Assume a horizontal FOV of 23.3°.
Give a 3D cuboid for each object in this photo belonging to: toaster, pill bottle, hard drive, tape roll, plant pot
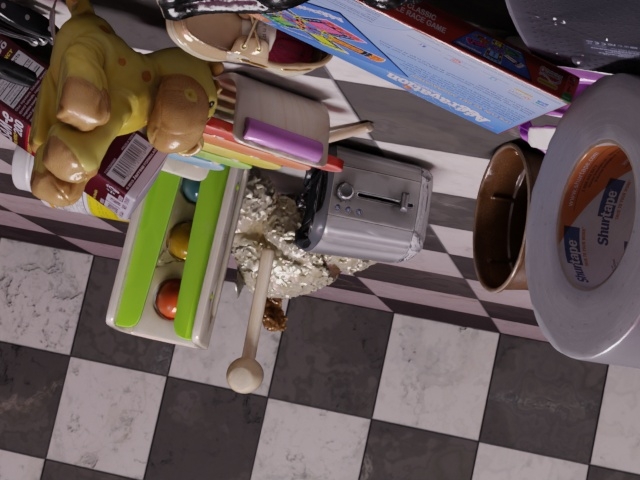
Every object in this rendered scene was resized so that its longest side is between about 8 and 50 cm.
[{"bbox_3d":[0.052,-0.038,1.949,0.146,0.129,0.227,11,171,-8],"label":"toaster"},{"bbox_3d":[-0.312,-0.093,2.145,0.215,0.117,0.117,11,172,11],"label":"pill bottle"},{"bbox_3d":[0.219,-0.169,1.081,0.172,0.054,0.254,10,172,15],"label":"hard drive"},{"bbox_3d":[0.237,-0.014,1.171,0.072,0.219,0.219,9,173,-20],"label":"tape roll"},{"bbox_3d":[0.274,-0.016,1.711,0.165,0.167,0.167,6,173,-13],"label":"plant pot"}]

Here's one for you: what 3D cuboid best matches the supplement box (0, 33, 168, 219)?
[{"bbox_3d":[-0.293,-0.128,1.747,0.239,0.073,0.130,36,165,-4],"label":"supplement box"}]

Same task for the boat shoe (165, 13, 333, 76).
[{"bbox_3d":[-0.058,-0.185,1.375,0.170,0.063,0.059,7,175,-43],"label":"boat shoe"}]

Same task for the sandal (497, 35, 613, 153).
[{"bbox_3d":[0.276,-0.095,1.318,0.416,0.102,0.169,11,170,21],"label":"sandal"}]

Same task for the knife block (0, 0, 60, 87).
[{"bbox_3d":[-0.378,-0.224,1.477,0.242,0.088,0.276,12,171,-2],"label":"knife block"}]

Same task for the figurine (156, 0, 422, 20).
[{"bbox_3d":[-0.013,-0.210,1.014,0.209,0.092,0.215,4,170,6],"label":"figurine"}]

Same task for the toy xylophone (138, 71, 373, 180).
[{"bbox_3d":[-0.082,-0.119,1.764,0.236,0.081,0.322,15,172,-21],"label":"toy xylophone"}]

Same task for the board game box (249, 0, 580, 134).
[{"bbox_3d":[0.052,-0.164,1.229,0.281,0.027,0.145,24,167,-13],"label":"board game box"}]

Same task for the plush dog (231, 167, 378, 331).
[{"bbox_3d":[0.000,0.000,2.182,0.225,0.211,0.262,-18,164,16],"label":"plush dog"}]

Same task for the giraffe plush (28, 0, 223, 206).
[{"bbox_3d":[-0.177,-0.135,1.486,0.170,0.210,0.181,10,148,-19],"label":"giraffe plush"}]

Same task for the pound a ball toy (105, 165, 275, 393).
[{"bbox_3d":[-0.144,0.027,2.005,0.208,0.319,0.136,11,172,5],"label":"pound a ball toy"}]
